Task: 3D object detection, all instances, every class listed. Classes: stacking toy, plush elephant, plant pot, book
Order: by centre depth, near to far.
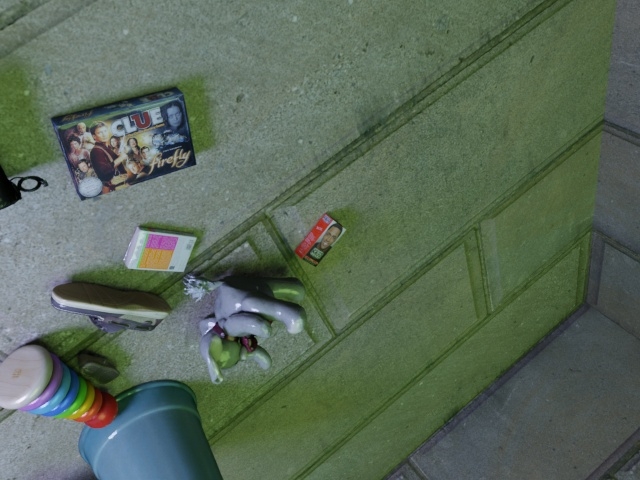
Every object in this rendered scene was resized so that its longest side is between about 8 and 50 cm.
[{"bbox_3d":[-0.369,0.022,1.273,0.144,0.035,0.096,10,112,-44],"label":"book"},{"bbox_3d":[-0.593,0.367,1.296,0.141,0.141,0.330,-40,143,-6],"label":"stacking toy"},{"bbox_3d":[-0.205,0.234,1.414,0.330,0.272,0.255,9,104,-12],"label":"plush elephant"},{"bbox_3d":[-0.428,0.620,1.474,0.341,0.334,0.341,-22,135,-25],"label":"plant pot"}]

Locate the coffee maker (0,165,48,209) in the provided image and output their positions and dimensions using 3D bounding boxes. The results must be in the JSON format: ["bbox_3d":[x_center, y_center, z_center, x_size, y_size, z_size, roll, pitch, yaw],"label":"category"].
[{"bbox_3d":[-0.583,-0.144,0.915,0.171,0.120,0.178,-43,147,-40],"label":"coffee maker"}]

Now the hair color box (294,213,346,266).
[{"bbox_3d":[0.000,0.000,1.552,0.141,0.043,0.072,-52,138,6],"label":"hair color box"}]

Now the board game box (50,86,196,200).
[{"bbox_3d":[-0.377,-0.192,1.084,0.243,0.042,0.165,-23,134,-24],"label":"board game box"}]

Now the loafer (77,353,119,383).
[{"bbox_3d":[-0.544,0.311,1.347,0.056,0.050,0.148,-33,153,-10],"label":"loafer"}]

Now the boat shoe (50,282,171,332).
[{"bbox_3d":[-0.475,0.163,1.246,0.285,0.103,0.092,16,106,-52],"label":"boat shoe"}]
